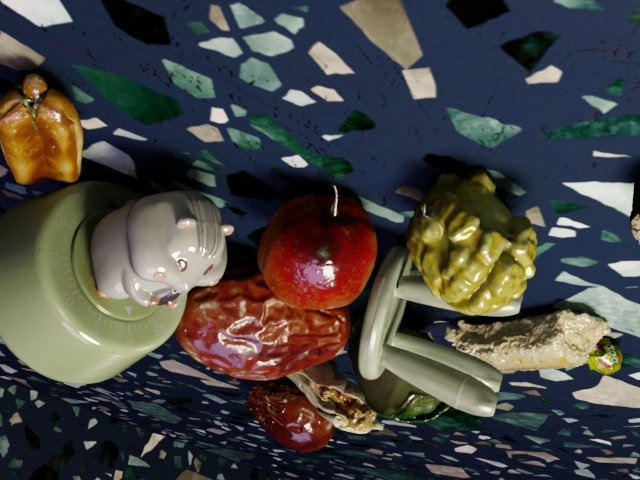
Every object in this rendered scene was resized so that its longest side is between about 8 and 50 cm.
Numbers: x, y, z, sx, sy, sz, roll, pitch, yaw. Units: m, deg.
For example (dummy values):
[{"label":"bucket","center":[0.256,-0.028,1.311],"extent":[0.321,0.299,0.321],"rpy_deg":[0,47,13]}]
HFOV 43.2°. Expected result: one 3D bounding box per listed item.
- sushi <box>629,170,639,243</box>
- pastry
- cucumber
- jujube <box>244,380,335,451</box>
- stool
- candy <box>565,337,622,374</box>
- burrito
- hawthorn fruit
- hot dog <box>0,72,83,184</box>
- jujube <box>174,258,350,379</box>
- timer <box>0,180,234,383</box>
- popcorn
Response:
[{"label":"sushi","center":[0.407,-0.027,0.860],"extent":[0.150,0.078,0.090],"rpy_deg":[12,155,1]},{"label":"pastry","center":[0.335,0.164,1.299],"extent":[0.121,0.089,0.258],"rpy_deg":[17,161,-37]},{"label":"cucumber","center":[0.135,0.225,1.313],"extent":[0.145,0.105,0.325],"rpy_deg":[16,-170,-11]},{"label":"jujube","center":[-0.073,0.415,1.968],"extent":[0.236,0.168,0.168],"rpy_deg":[23,159,18]},{"label":"stool","center":[0.171,0.119,1.129],"extent":[0.198,0.195,0.195],"rpy_deg":[12,-175,15]},{"label":"candy","center":[0.453,0.205,1.375],"extent":[0.058,0.062,0.194],"rpy_deg":[-30,169,-12]},{"label":"burrito","center":[-0.034,0.224,1.438],"extent":[0.117,0.076,0.392],"rpy_deg":[30,-177,-40]},{"label":"hawthorn fruit","center":[0.000,0.000,1.058],"extent":[0.156,0.157,0.194],"rpy_deg":[14,137,-2]},{"label":"hot dog","center":[-0.355,-0.133,1.033],"extent":[0.100,0.068,0.249],"rpy_deg":[-3,165,-17]},{"label":"jujube","center":[-0.095,0.124,1.312],"extent":[0.290,0.197,0.197],"rpy_deg":[10,158,-23]},{"label":"timer","center":[-0.256,0.027,1.113],"extent":[0.315,0.291,0.290],"rpy_deg":[-21,140,35]},{"label":"popcorn","center":[0.177,0.002,0.961],"extent":[0.142,0.174,0.173],"rpy_deg":[-10,154,-1]}]
